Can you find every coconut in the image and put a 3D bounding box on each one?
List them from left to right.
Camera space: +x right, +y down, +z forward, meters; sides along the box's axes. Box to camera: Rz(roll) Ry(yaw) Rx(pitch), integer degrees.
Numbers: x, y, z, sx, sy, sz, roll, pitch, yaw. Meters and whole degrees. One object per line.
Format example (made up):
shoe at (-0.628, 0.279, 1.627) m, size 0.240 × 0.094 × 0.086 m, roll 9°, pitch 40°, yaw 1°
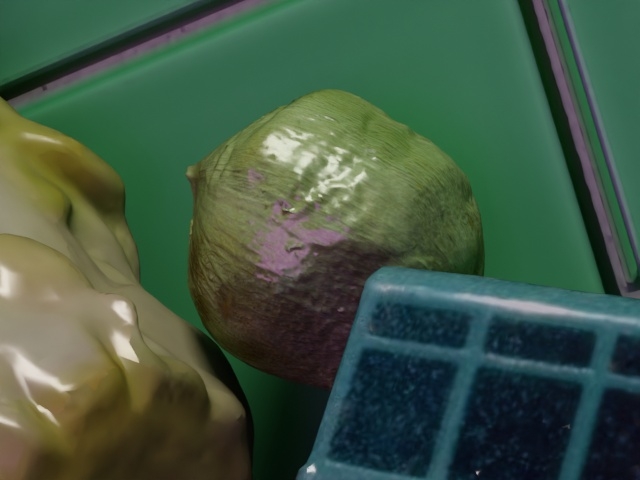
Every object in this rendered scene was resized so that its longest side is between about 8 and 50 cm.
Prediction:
coconut at (0.000, 0.000, 0.512) m, size 0.096 × 0.088 × 0.088 m, roll 24°, pitch 105°, yaw 20°

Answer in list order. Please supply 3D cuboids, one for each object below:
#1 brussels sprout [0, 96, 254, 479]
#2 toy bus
brussels sprout at (-0.200, 0.078, 0.523) m, size 0.344 × 0.268 × 0.344 m, roll -2°, pitch 87°, yaw 26°
toy bus at (0.123, 0.092, 0.410) m, size 0.256 × 0.128 × 0.147 m, roll 7°, pitch 69°, yaw 29°
